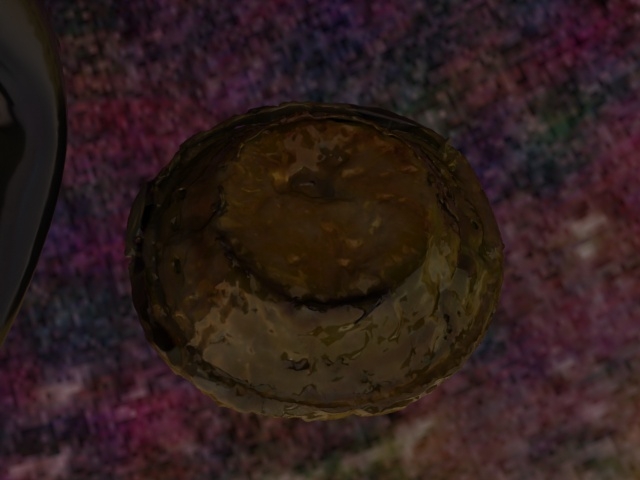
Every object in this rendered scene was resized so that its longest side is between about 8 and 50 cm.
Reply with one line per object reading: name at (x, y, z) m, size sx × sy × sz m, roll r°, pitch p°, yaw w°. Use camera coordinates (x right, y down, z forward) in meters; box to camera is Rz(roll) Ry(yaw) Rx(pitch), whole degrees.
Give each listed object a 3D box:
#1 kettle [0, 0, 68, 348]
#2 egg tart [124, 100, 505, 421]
kettle at (-0.233, -0.031, 0.799) m, size 0.321 × 0.228 × 0.324 m, roll 34°, pitch 75°, yaw -49°
egg tart at (0.001, -0.001, 1.005) m, size 0.212 × 0.212 × 0.090 m, roll -11°, pitch 150°, yaw -13°
